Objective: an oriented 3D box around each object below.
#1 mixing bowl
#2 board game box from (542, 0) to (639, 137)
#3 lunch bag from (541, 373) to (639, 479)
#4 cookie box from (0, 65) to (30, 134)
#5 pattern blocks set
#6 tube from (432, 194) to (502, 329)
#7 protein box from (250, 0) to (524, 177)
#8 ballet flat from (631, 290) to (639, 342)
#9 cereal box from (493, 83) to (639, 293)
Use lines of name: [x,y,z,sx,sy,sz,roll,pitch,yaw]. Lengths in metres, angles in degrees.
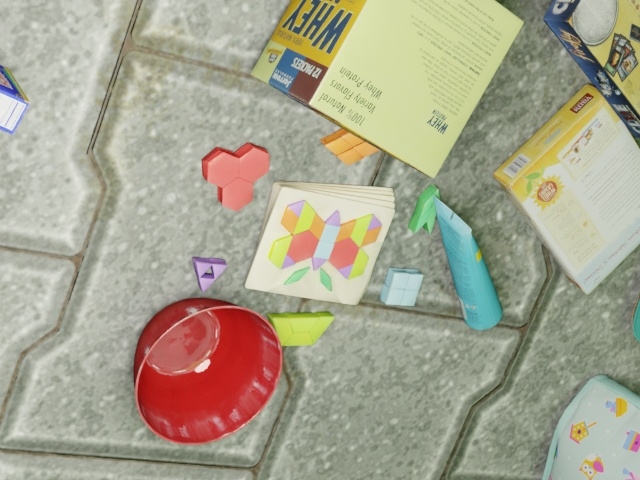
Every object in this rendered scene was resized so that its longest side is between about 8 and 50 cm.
mixing bowl: [-0.145,0.136,1.679,0.181,0.098,0.181,-13,120,-23]
board game box: [0.386,-0.259,1.780,0.243,0.042,0.165,43,73,-37]
lunch bag: [0.437,0.345,2.044,0.160,0.223,0.262,-1,114,-36]
cookie box: [-0.348,-0.156,1.413,0.107,0.092,0.040,24,105,-37]
pattern blocks set: [0.000,0.000,1.736,0.324,0.026,0.285,-6,118,-27]
tube: [0.185,0.032,1.818,0.052,0.080,0.207,-38,138,-14]
protein box: [0.073,-0.212,1.585,0.199,0.136,0.201,27,94,-37]
ballet flat: [0.514,0.003,1.999,0.106,0.107,0.316,-12,128,-47]
cereal box: [0.348,-0.063,1.886,0.173,0.047,0.240,-43,128,-4]
